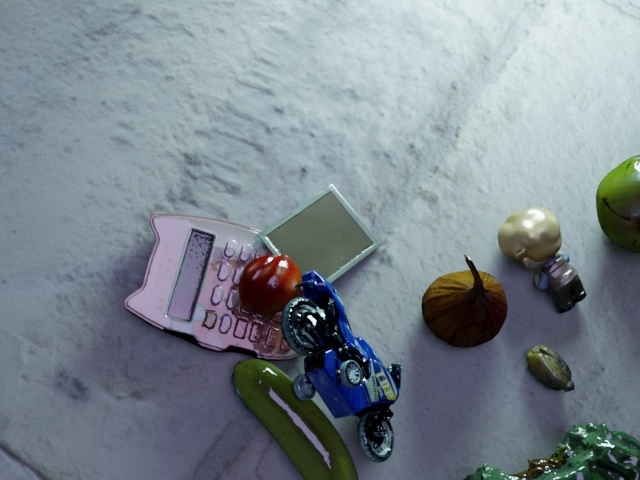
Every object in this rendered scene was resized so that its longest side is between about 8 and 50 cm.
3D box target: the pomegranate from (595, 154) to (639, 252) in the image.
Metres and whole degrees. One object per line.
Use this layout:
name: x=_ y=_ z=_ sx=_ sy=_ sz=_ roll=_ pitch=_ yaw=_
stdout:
pomegranate: x=0.588 y=-0.067 z=1.635 sx=0.179 sy=0.210 sz=0.179 roll=3 pitch=99 yaw=19

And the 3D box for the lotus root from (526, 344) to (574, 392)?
lotus root: x=0.399 y=0.224 z=1.570 sx=0.099 sy=0.049 sz=0.054 roll=46 pitch=64 yaw=5

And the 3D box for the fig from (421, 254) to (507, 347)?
fig: x=0.258 y=0.094 z=1.508 sx=0.146 sy=0.201 sz=0.134 roll=-21 pitch=70 yaw=-20

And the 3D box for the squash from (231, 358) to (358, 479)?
squash: x=-0.018 y=0.320 z=1.457 sx=0.094 sy=0.094 sz=0.341 roll=-37 pitch=81 yaw=-17

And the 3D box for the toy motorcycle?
toy motorcycle: x=0.045 y=0.199 z=1.456 sx=0.315 sy=0.113 sz=0.169 roll=58 pitch=40 yaw=-13

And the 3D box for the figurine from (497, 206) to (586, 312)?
figurine: x=0.399 y=0.030 z=1.608 sx=0.114 sy=0.108 sz=0.196 roll=-36 pitch=101 yaw=-7

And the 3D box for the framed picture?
framed picture: x=0.000 y=0.000 z=1.563 sx=0.183 sy=0.011 sz=0.142 roll=-36 pitch=83 yaw=-31

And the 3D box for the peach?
peach: x=-0.082 y=0.074 z=1.468 sx=0.100 sy=0.101 sz=0.101 roll=2 pitch=75 yaw=-9

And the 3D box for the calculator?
calculator: x=-0.148 y=0.083 z=1.522 sx=0.329 sy=0.048 sz=0.220 roll=17 pitch=72 yaw=-7

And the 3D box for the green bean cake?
green bean cake: x=0.386 y=0.436 z=1.450 sx=0.308 sy=0.169 sz=0.300 roll=19 pitch=73 yaw=-3
